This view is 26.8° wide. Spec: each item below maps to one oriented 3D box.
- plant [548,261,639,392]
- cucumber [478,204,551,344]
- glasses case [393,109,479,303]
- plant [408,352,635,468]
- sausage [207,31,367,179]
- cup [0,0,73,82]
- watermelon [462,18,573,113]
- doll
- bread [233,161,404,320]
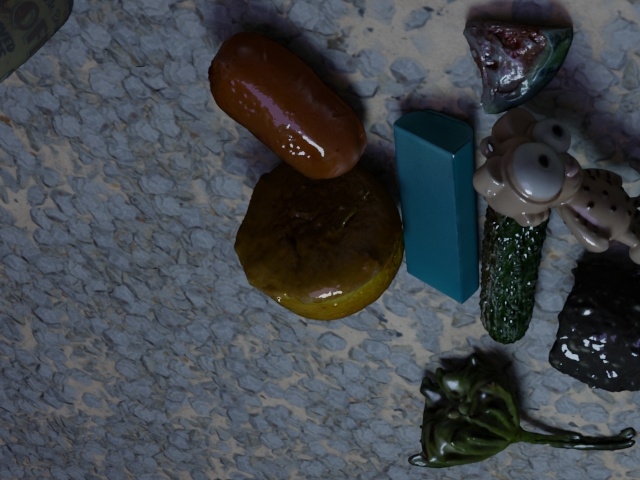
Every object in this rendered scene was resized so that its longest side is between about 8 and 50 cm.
[{"bbox_3d":[0.451,0.137,1.940,0.234,0.178,0.204,22,138,13],"label":"plant"},{"bbox_3d":[0.283,0.026,1.973,0.096,0.096,0.359,14,140,13],"label":"cucumber"},{"bbox_3d":[0.177,-0.050,1.958,0.117,0.070,0.301,31,147,33],"label":"glasses case"},{"bbox_3d":[0.311,0.341,2.236,0.333,0.180,0.251,32,149,-13],"label":"plant"},{"bbox_3d":[-0.044,-0.187,1.887,0.258,0.133,0.133,41,136,-15],"label":"sausage"},{"bbox_3d":[-0.491,-0.336,1.857,0.227,0.257,0.301,19,137,4],"label":"cup"},{"bbox_3d":[0.236,-0.230,1.751,0.139,0.071,0.187,35,138,-5],"label":"watermelon"},{"bbox_3d":[0.331,-0.069,1.770,0.278,0.154,0.119,20,150,-17],"label":"doll"},{"bbox_3d":[0.000,0.000,1.979,0.268,0.268,0.145,3,151,23],"label":"bread"}]
